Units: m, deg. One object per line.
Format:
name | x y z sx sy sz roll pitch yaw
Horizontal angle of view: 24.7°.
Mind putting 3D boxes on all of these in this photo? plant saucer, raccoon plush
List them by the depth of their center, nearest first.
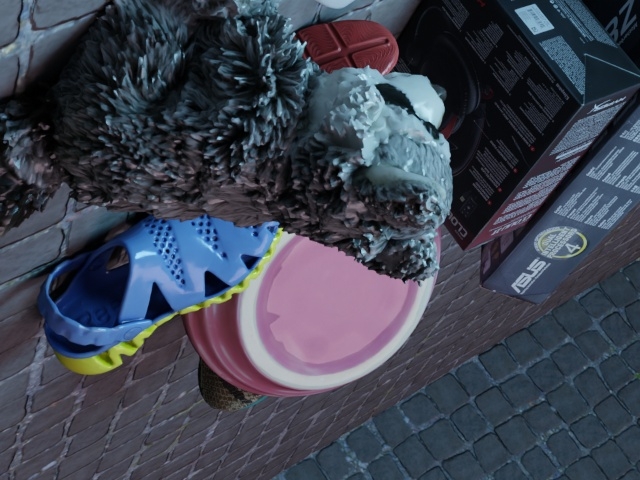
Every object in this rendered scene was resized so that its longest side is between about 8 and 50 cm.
raccoon plush | -0.101 -0.022 1.210 0.446 0.299 0.216 -38 164 6
plant saucer | 0.004 0.044 1.672 0.332 0.084 0.332 -14 121 -24

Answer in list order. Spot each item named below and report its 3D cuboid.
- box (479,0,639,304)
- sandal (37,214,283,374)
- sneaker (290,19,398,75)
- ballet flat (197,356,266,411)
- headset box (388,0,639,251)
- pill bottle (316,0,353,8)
box | 0.314 -0.157 1.703 0.097 0.318 0.395 16 142 -15
sandal | -0.171 0.025 1.520 0.317 0.126 0.138 -40 159 5
sneaker | -0.026 -0.142 1.455 0.221 0.087 0.128 -24 172 0
ballet flat | 0.000 0.000 1.784 0.483 0.164 0.182 -42 142 0
headset box | 0.178 -0.147 1.571 0.110 0.218 0.293 -21 157 -36
pill bottle | 0.073 -0.282 1.123 0.229 0.131 0.131 -32 168 30
